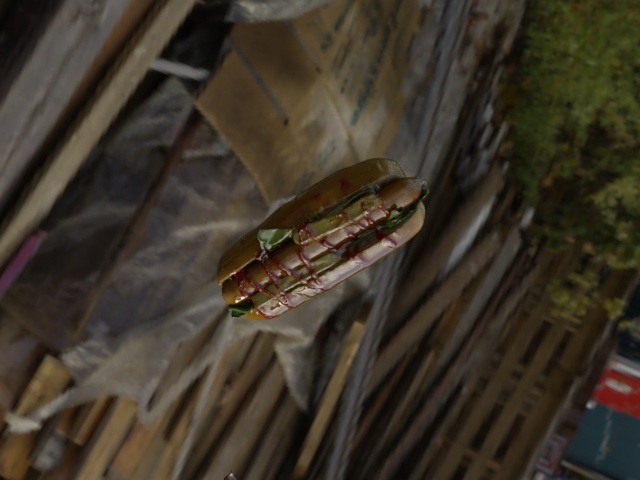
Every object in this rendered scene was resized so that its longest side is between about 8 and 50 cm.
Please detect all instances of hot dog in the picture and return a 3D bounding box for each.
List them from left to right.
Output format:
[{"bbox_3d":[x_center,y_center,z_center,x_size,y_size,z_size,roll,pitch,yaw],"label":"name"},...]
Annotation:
[{"bbox_3d":[0.000,0.000,1.106,0.250,0.104,0.076,-29,-168,22],"label":"hot dog"}]

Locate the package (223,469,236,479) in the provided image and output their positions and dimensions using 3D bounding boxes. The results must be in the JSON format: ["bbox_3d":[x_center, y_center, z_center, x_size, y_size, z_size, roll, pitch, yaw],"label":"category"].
[{"bbox_3d":[-0.112,0.327,1.298,0.077,0.033,0.110,-25,111,-24],"label":"package"}]
